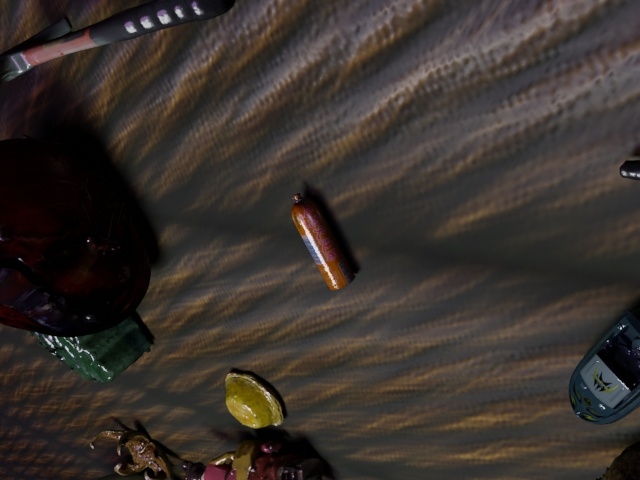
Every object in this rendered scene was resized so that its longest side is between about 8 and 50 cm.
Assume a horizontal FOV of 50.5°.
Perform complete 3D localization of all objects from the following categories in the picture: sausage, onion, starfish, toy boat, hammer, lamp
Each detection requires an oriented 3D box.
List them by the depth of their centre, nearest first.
[{"bbox_3d":[0.238,0.111,0.548,0.055,0.060,0.141,53,153,27],"label":"toy boat"},{"bbox_3d":[-0.199,-0.190,0.623,0.287,0.111,0.033,-3,126,32],"label":"hammer"},{"bbox_3d":[0.000,0.000,0.668,0.031,0.031,0.107,-4,122,42],"label":"sausage"},{"bbox_3d":[-0.339,0.010,0.832,0.221,0.280,0.281,47,159,55],"label":"onion"},{"bbox_3d":[-0.105,0.362,1.028,0.253,0.118,0.118,-16,114,46],"label":"lamp"},{"bbox_3d":[-0.353,0.420,1.319,0.189,0.074,0.146,3,128,39],"label":"starfish"}]

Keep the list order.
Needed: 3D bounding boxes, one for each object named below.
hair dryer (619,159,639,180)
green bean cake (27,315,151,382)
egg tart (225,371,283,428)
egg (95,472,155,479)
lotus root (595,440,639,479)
[{"bbox_3d":[0.275,-0.053,0.379,0.194,0.050,0.173,20,133,31],"label":"hair dryer"},{"bbox_3d":[-0.385,0.125,1.054,0.193,0.107,0.208,-11,118,44],"label":"green bean cake"},{"bbox_3d":[-0.100,0.232,0.960,0.105,0.039,0.105,24,140,22],"label":"egg tart"},{"bbox_3d":[-0.359,0.597,1.363,0.370,0.230,0.230,5,128,36],"label":"egg"},{"bbox_3d":[0.306,0.201,0.543,0.080,0.089,0.179,15,155,-39],"label":"lotus root"}]
